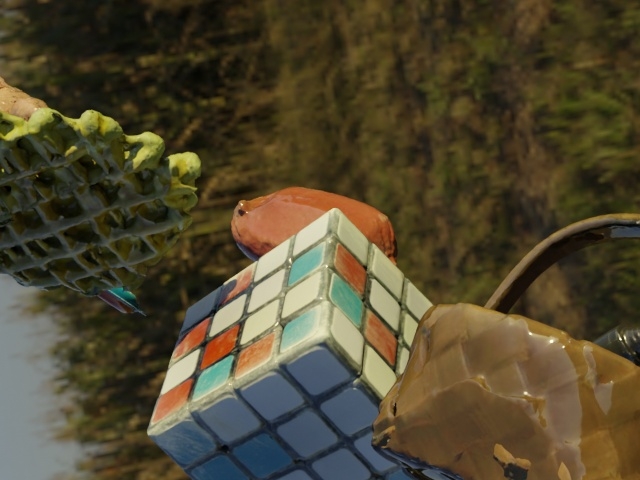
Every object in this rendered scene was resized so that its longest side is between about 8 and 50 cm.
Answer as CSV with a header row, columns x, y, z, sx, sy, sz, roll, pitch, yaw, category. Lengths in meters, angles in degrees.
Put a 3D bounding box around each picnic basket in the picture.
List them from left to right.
x,y,z,sx,sy,sz,roll,pitch,yaw,category
0.239,0.117,1.176,0.293,0.337,0.337,18,128,37,picnic basket

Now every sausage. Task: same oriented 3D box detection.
x,y,z,sx,sy,sz,roll,pitch,yaw,category
0.000,0.000,1.954,0.254,0.148,0.148,19,130,35,sausage

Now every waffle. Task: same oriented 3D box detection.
x,y,z,sx,sy,sz,roll,pitch,yaw,category
-0.294,-0.034,1.621,0.317,0.297,0.073,128,147,-47,waffle

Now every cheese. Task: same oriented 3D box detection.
x,y,z,sx,sy,sz,roll,pitch,yaw,category
-0.383,0.050,2.235,0.037,0.256,0.106,-58,19,-8,cheese

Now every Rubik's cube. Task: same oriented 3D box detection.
x,y,z,sx,sy,sz,roll,pitch,yaw,category
-0.006,0.168,1.595,0.259,0.256,0.253,46,-153,-23,Rubik's cube

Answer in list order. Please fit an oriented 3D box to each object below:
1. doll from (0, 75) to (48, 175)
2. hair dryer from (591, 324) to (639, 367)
x,y,z,sx,sy,sz,roll,pitch,yaw,category
-0.372,-0.088,1.780,0.303,0.156,0.201,32,145,51,doll
0.278,0.161,1.686,0.352,0.107,0.189,-40,71,36,hair dryer
